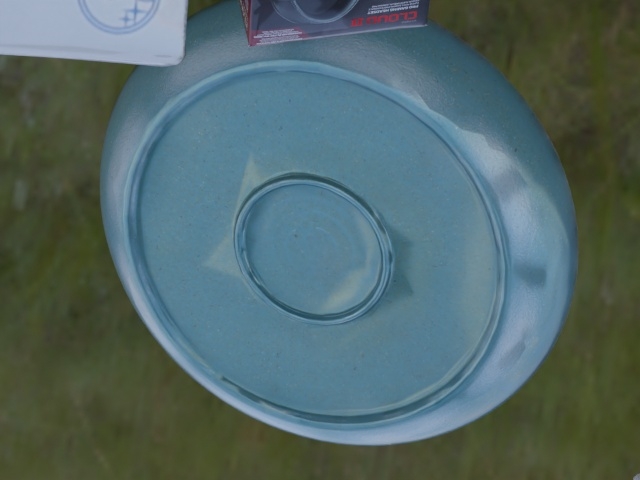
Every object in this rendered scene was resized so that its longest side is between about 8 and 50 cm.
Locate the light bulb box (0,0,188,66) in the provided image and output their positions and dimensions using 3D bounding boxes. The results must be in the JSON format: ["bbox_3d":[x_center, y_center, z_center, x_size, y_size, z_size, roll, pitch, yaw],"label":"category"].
[{"bbox_3d":[-0.164,-0.272,0.705,0.225,0.361,0.358,3,-169,-12],"label":"light bulb box"}]

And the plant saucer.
[{"bbox_3d":[0.000,0.000,1.137,0.317,0.318,0.044,7,-151,18],"label":"plant saucer"}]

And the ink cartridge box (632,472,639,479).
[{"bbox_3d":[0.185,0.246,0.689,0.117,0.201,0.278,6,-155,-12],"label":"ink cartridge box"}]

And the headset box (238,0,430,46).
[{"bbox_3d":[0.005,-0.098,0.588,0.062,0.032,0.083,-7,146,-9],"label":"headset box"}]
